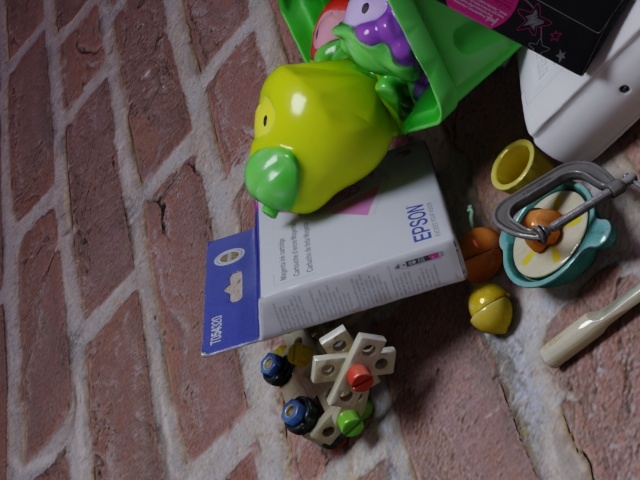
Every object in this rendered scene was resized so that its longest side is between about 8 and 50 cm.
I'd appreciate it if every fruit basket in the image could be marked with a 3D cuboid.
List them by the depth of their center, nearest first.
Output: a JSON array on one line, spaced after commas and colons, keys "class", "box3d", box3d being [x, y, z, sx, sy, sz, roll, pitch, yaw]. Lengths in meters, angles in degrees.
[{"class": "fruit basket", "box3d": [0.029, -0.213, 1.841, 0.392, 0.283, 0.392, -25, 6, 3]}]

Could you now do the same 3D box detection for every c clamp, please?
[{"class": "c clamp", "box3d": [0.274, -0.042, 1.615, 0.161, 0.022, 0.137, -28, 37, -8]}]

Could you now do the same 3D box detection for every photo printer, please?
[{"class": "photo printer", "box3d": [0.357, -0.270, 1.698, 0.307, 0.107, 0.256, -48, 29, 39]}]

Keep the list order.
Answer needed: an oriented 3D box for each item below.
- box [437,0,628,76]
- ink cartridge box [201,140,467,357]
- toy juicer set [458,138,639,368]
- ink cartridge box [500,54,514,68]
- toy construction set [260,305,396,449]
[{"class": "box", "box3d": [0.207, -0.317, 1.608, 0.163, 0.247, 0.142, -60, 22, 15]}, {"class": "ink cartridge box", "box3d": [0.000, 0.000, 1.845, 0.330, 0.071, 0.324, -16, 25, 4]}, {"class": "toy juicer set", "box3d": [0.242, 0.026, 1.670, 0.209, 0.089, 0.329, -53, 31, 10]}, {"class": "ink cartridge box", "box3d": [0.209, -0.306, 2.007, 0.092, 0.090, 0.143, -59, 31, 0]}, {"class": "toy construction set", "box3d": [0.020, 0.131, 1.865, 0.215, 0.151, 0.327, -50, 21, 15]}]
